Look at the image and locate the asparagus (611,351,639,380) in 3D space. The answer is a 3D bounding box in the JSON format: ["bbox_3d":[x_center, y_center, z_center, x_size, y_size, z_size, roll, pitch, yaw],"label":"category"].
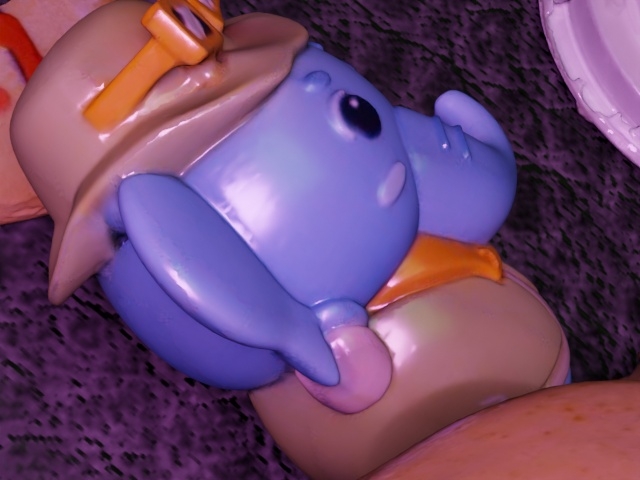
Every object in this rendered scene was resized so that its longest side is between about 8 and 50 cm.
[{"bbox_3d":[0.262,0.194,0.530,0.128,0.108,0.382,-30,79,-34],"label":"asparagus"}]

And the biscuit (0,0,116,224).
[{"bbox_3d":[-0.170,-0.039,0.524,0.234,0.030,0.153,-21,71,-31],"label":"biscuit"}]

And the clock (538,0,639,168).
[{"bbox_3d":[0.239,-0.123,0.727,0.236,0.053,0.236,10,58,-17],"label":"clock"}]

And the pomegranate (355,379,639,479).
[{"bbox_3d":[0.086,0.185,0.368,0.307,0.307,0.307,10,59,-17],"label":"pomegranate"}]

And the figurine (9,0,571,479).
[{"bbox_3d":[-0.002,0.003,0.502,0.262,0.154,0.180,35,47,-32],"label":"figurine"}]
